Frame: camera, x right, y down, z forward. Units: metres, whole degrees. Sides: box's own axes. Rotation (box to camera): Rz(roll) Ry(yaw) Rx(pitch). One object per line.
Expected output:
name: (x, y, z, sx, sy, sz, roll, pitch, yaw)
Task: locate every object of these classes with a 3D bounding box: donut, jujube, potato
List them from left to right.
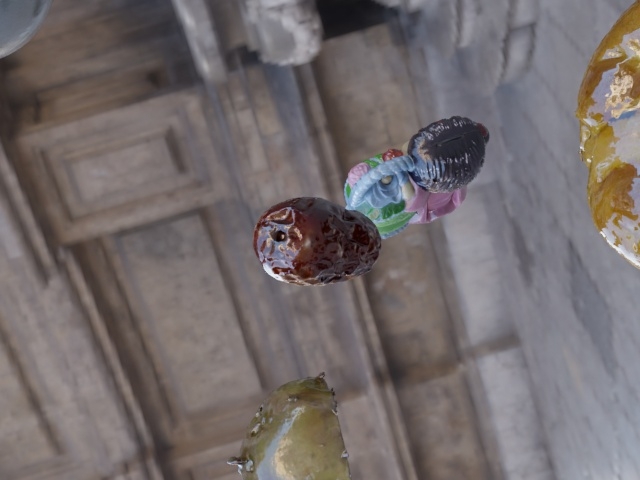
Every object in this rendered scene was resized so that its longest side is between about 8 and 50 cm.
potato: (-0.021, 0.182, 0.866, 0.100, 0.089, 0.172, 90, 171, -58)
jujube: (0.000, 0.000, 0.973, 0.129, 0.077, 0.077, -2, -108, -53)
donut: (0.360, -0.086, 0.946, 0.150, 0.299, 0.317, 13, -122, -41)

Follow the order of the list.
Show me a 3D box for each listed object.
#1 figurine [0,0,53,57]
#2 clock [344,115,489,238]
figurine: (-0.371, -0.237, 1.059, 0.370, 0.167, 0.281, -34, -45, -56)
clock: (0.126, -0.083, 1.560, 0.100, 0.194, 0.195, 63, 166, 15)
